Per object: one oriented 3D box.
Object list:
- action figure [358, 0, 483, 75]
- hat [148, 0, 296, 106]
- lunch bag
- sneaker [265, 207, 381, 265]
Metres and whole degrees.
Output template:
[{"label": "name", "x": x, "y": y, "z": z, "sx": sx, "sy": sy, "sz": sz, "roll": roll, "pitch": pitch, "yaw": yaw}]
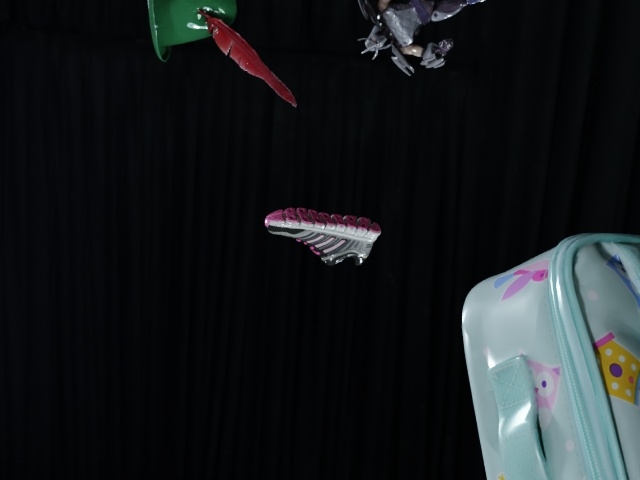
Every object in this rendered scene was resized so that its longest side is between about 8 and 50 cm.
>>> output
[{"label": "action figure", "x": 0.186, "y": -0.399, "z": 1.725, "sx": 0.285, "sy": 0.185, "sz": 0.099, "roll": -33, "pitch": -157, "yaw": 6}, {"label": "hat", "x": -0.119, "y": -0.312, "z": 1.342, "sx": 0.183, "sy": 0.173, "sz": 0.208, "roll": 3, "pitch": 148, "yaw": 2}, {"label": "lunch bag", "x": 0.188, "y": 0.137, "z": 0.539, "sx": 0.224, "sy": 0.279, "sz": 0.108, "roll": 7, "pitch": 154, "yaw": -39}, {"label": "sneaker", "x": 0.000, "y": 0.000, "z": 1.494, "sx": 0.170, "sy": 0.075, "sz": 0.063, "roll": 7, "pitch": -158, "yaw": -13}]
